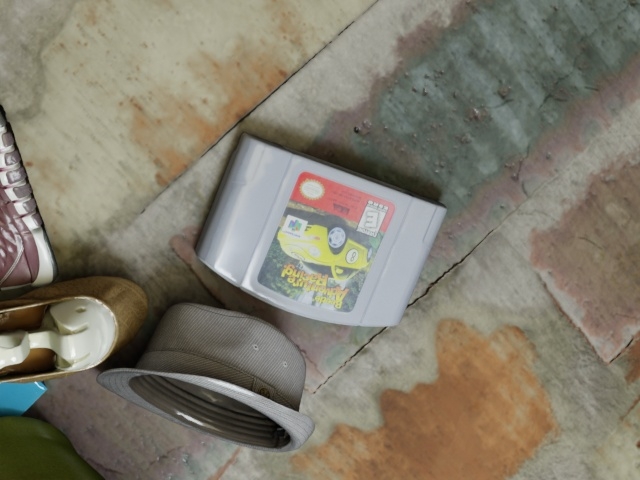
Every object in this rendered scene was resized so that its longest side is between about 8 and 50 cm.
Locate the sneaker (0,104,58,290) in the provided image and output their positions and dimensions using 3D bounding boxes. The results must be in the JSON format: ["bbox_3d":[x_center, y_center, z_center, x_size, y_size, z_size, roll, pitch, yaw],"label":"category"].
[{"bbox_3d":[-0.416,-0.053,1.663,0.163,0.106,0.281,-19,111,-9],"label":"sneaker"}]

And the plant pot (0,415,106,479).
[{"bbox_3d":[-0.335,0.400,1.653,0.367,0.353,0.366,-18,133,-21],"label":"plant pot"}]

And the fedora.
[{"bbox_3d":[-0.123,0.158,1.779,0.275,0.244,0.124,26,66,-21],"label":"fedora"}]

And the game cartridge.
[{"bbox_3d":[0.000,0.000,1.841,0.294,0.060,0.196,18,103,-22],"label":"game cartridge"}]

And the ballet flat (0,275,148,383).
[{"bbox_3d":[-0.343,0.115,1.654,0.343,0.124,0.116,-7,100,-26],"label":"ballet flat"}]

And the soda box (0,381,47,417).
[{"bbox_3d":[-0.428,0.127,1.727,0.071,0.067,0.210,-45,113,-2],"label":"soda box"}]
